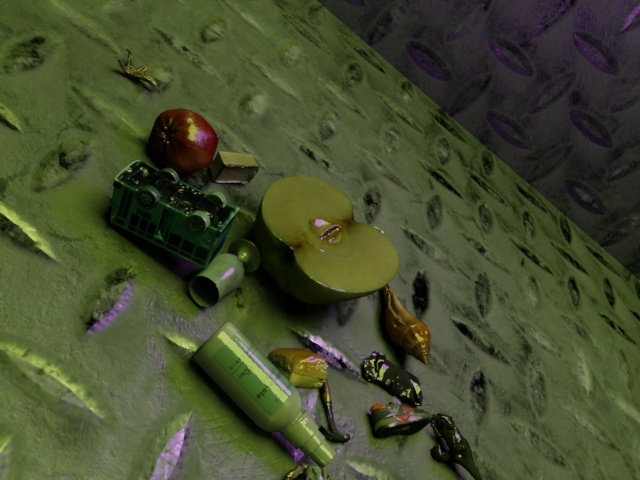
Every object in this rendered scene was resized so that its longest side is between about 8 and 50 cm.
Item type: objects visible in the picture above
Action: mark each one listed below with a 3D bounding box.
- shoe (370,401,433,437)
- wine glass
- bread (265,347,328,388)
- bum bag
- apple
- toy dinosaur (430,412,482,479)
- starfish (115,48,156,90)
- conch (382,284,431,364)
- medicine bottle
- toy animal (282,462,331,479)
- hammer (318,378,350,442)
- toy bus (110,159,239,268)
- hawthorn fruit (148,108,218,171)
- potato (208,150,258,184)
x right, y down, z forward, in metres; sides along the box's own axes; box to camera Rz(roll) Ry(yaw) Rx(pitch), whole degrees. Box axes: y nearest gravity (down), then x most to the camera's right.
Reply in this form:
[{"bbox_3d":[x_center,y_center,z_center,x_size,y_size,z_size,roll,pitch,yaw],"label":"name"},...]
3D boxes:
[{"bbox_3d":[0.197,0.424,1.771,0.195,0.074,0.077,5,45,-43],"label":"shoe"},{"bbox_3d":[-0.218,0.074,1.667,0.093,0.093,0.202,44,32,-2],"label":"wine glass"},{"bbox_3d":[-0.052,0.274,1.601,0.106,0.082,0.125,21,-1,-38],"label":"bread"},{"bbox_3d":[0.193,0.350,1.864,0.198,0.049,0.087,33,40,-19],"label":"bum bag"},{"bbox_3d":[0.000,0.000,1.823,0.360,0.320,0.311,-25,112,-50],"label":"apple"},{"bbox_3d":[0.363,0.512,1.842,0.179,0.087,0.187,21,41,-31],"label":"toy dinosaur"},{"bbox_3d":[-0.510,-0.463,1.971,0.130,0.041,0.133,12,38,-53],"label":"starfish"},{"bbox_3d":[0.220,0.228,2.007,0.109,0.093,0.330,3,29,-25],"label":"conch"},{"bbox_3d":[-0.105,0.325,1.500,0.352,0.110,0.110,46,33,0],"label":"medicine bottle"},{"bbox_3d":[0.031,0.549,1.440,0.255,0.090,0.170,37,29,-17],"label":"toy animal"},{"bbox_3d":[0.013,0.365,1.671,0.078,0.021,0.201,18,42,-36],"label":"hammer"},{"bbox_3d":[-0.326,-0.057,1.598,0.256,0.147,0.128,26,32,2],"label":"toy bus"},{"bbox_3d":[-0.332,-0.244,1.848,0.194,0.157,0.157,28,33,-57],"label":"hawthorn fruit"},{"bbox_3d":[-0.231,-0.194,1.952,0.122,0.086,0.061,-2,58,-42],"label":"potato"}]
